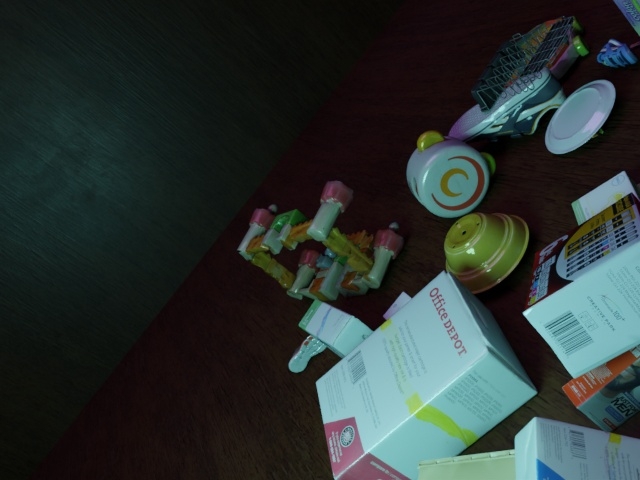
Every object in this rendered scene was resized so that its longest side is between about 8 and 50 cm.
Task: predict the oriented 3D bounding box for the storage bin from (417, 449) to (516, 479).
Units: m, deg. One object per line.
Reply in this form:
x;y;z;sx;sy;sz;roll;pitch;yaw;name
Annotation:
0.253;0.464;0.973;0.260;0.123;0.262;-26;33;44;storage bin

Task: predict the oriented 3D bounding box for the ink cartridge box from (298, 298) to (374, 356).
0.061;0.238;1.615;0.093;0.154;0.212;-55;24;-11;ink cartridge box

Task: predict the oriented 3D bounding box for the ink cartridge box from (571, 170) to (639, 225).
0.601;-0.070;1.221;0.235;0.056;0.171;-39;25;31;ink cartridge box

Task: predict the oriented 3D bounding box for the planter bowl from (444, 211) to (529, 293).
0.341;0.005;1.441;0.217;0.090;0.217;-40;25;23;planter bowl

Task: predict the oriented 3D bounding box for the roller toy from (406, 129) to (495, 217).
0.323;-0.168;1.689;0.146;0.209;0.191;-114;46;-66;roller toy

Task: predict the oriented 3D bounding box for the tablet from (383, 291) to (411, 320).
0.195;0.170;1.662;0.083;0.006;0.054;-50;23;0;tablet

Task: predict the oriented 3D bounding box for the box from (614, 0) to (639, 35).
0.762;-0.479;1.330;0.117;0.213;0.243;-51;22;0;box

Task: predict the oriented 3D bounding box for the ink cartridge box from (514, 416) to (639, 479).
0.386;0.333;0.873;0.078;0.231;0.134;103;180;-50;ink cartridge box

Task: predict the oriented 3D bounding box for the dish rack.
0.499;-0.433;1.594;0.208;0.074;0.271;-57;20;-15;dish rack

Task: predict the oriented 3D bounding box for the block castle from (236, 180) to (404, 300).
0.000;0.000;1.895;0.453;0.303;0.213;-15;41;52;block castle

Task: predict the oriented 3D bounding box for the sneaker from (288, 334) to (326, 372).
-0.035;0.296;1.831;0.158;0.061;0.065;-46;17;10;sneaker

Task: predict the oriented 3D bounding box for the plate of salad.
0.611;-0.285;1.531;0.200;0.048;0.200;-51;21;28;plate of salad

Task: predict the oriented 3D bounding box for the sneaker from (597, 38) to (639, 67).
0.714;-0.440;1.571;0.059;0.053;0.144;-43;16;16;sneaker

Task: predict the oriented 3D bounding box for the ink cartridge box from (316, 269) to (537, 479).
0.192;0.289;1.293;0.384;0.160;0.279;-44;24;16;ink cartridge box

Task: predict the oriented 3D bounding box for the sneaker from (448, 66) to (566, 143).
0.485;-0.317;1.706;0.321;0.127;0.126;-30;28;44;sneaker

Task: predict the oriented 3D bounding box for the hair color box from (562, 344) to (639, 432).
0.468;0.209;0.996;0.167;0.093;0.053;-46;24;13;hair color box

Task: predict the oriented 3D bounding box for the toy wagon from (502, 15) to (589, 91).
0.615;-0.530;1.860;0.267;0.068;0.344;-32;29;36;toy wagon

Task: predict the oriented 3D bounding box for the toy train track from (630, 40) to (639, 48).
0.775;-0.472;1.554;0.083;0.014;0.048;-12;51;64;toy train track

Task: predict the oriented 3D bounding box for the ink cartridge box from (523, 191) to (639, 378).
0.481;0.039;1.034;0.272;0.130;0.309;-38;0;26;ink cartridge box
